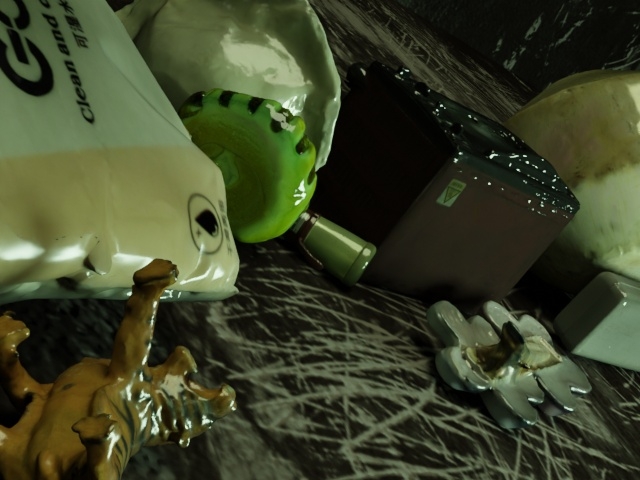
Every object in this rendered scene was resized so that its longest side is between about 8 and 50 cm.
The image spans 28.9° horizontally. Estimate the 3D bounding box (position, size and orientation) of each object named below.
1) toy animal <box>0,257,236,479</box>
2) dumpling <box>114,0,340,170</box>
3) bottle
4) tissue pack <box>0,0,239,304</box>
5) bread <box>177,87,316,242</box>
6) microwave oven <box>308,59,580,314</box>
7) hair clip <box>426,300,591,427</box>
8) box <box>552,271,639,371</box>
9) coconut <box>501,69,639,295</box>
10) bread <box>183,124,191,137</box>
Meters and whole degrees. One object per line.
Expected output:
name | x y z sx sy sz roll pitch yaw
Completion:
toy animal | -0.121 0.109 0.600 0.255 0.114 0.116 -79 157 -66
dumpling | -0.085 -0.165 1.180 0.258 0.193 0.147 41 13 10
bottle | 0.000 0.000 1.168 0.101 0.047 0.063 32 6 4
tissue pack | -0.249 -0.103 0.747 0.375 0.195 0.390 56 24 20
bread | -0.068 -0.069 1.090 0.139 0.130 0.071 21 24 15
microwave oven | 0.120 -0.057 1.299 0.247 0.188 0.178 17 25 -46
hair clip | 0.185 0.111 1.193 0.146 0.075 0.257 45 13 22
box | 0.385 0.106 1.511 0.244 0.103 0.055 18 30 -46
coconut | 0.375 -0.078 1.619 0.353 0.352 0.352 32 18 -11
bread | -0.174 -0.100 1.053 0.132 0.074 0.053 41 7 11
